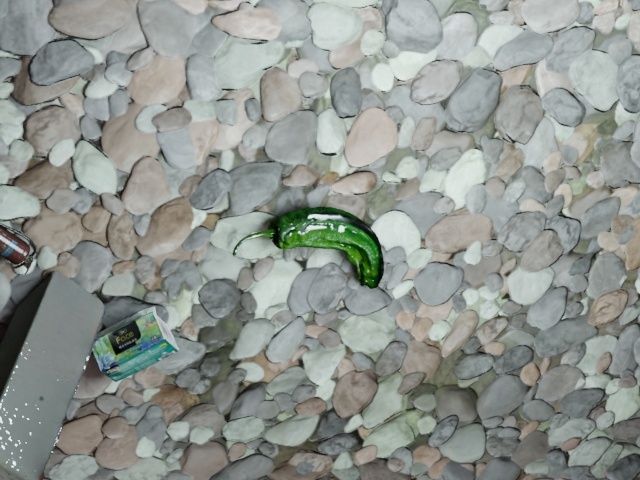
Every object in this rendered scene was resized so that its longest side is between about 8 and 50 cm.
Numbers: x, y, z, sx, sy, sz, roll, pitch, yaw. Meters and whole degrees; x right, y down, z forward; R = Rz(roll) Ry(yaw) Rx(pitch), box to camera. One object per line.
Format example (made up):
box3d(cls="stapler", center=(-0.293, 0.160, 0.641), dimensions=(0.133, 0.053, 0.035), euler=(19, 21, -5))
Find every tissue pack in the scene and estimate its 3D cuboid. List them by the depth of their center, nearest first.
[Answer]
box3d(cls="tissue pack", center=(-0.290, 0.155, 1.831), dimensions=(0.111, 0.079, 0.085), euler=(-27, 160, -1))

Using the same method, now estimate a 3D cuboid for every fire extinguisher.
box3d(cls="fire extinguisher", center=(-0.459, -0.002, 1.702), dimensions=(0.056, 0.039, 0.132), euler=(-40, 124, 17))

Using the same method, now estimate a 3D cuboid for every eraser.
box3d(cls="eraser", center=(-0.425, 0.220, 1.719), dimensions=(0.077, 0.353, 0.111), euler=(-17, 135, 41))

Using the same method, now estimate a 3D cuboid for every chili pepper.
box3d(cls="chili pepper", center=(0.000, -0.001, 1.843), dimensions=(0.278, 0.065, 0.122), euler=(18, 108, -31))

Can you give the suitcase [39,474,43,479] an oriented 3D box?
box3d(cls="suitcase", center=(-0.578, 0.304, 1.763), dimensions=(0.236, 0.161, 0.297), euler=(-36, 124, 3))
